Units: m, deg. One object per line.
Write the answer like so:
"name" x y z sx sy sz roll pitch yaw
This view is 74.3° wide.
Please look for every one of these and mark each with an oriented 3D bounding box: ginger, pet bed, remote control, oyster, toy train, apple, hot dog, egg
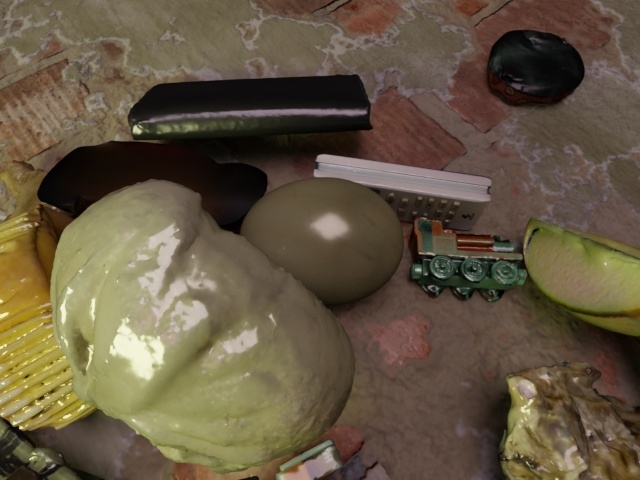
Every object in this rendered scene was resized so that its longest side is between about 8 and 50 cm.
"ginger" -0.471 -0.056 0.719 0.137 0.074 0.213 -10 59 -16
"pet bed" 0.439 -0.358 0.869 0.201 0.053 0.201 -1 64 1
"remote control" 0.127 -0.076 0.703 0.276 0.103 0.056 8 65 5
"oyster" 0.353 0.263 0.515 0.351 0.115 0.238 34 64 -9
"toy train" 0.229 0.028 0.670 0.175 0.074 0.119 2 60 4
"apple" 0.412 0.066 0.588 0.193 0.265 0.120 21 103 -20
"hot dog" -0.260 -0.055 0.693 0.325 0.107 0.194 18 59 8
"egg" 0.000 0.000 0.620 0.241 0.186 0.186 7 64 6

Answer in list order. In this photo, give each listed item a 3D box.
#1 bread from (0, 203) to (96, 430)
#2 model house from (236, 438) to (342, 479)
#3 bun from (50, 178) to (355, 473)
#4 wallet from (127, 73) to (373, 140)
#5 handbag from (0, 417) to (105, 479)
"bread" -0.369 0.103 0.572 0.156 0.204 0.288 -31 74 -5
"model house" -0.044 0.343 0.430 0.215 0.224 0.199 -25 67 -12
"bun" -0.133 0.113 0.476 0.365 0.365 0.219 33 72 16
"wallet" -0.118 -0.249 0.778 0.405 0.062 0.228 -2 34 -2
"handbag" -0.463 0.348 0.471 0.325 0.163 0.327 30 62 12
